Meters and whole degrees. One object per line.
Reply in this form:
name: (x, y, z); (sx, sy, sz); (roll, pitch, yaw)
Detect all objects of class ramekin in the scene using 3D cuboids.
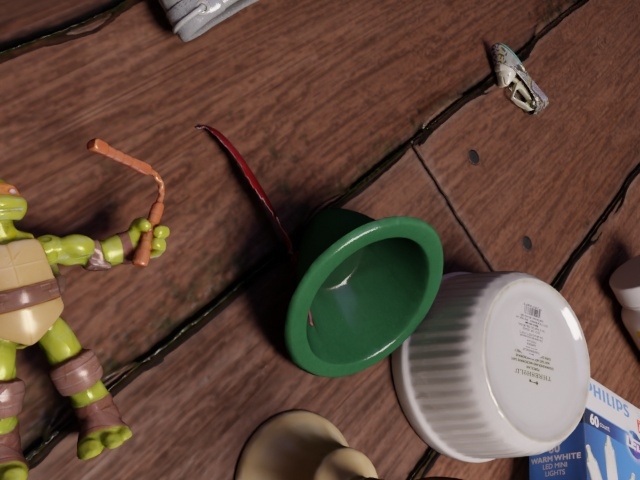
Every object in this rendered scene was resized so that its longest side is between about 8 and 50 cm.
ramekin: (0.187, 0.128, 0.674); (0.207, 0.109, 0.207); (9, 73, -31)

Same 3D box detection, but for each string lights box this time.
string lights box: (0.296, 0.293, 0.695); (0.133, 0.076, 0.260); (31, 51, -25)

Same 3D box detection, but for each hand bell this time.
hand bell: (0.045, 0.194, 0.479); (0.126, 0.242, 0.126); (9, 74, -32)

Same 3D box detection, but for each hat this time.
hat: (0.000, 0.000, 0.632); (0.172, 0.183, 0.209); (-18, 132, -25)

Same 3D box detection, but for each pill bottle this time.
pill bottle: (0.491, 0.123, 0.873); (0.119, 0.119, 0.209); (-39, 101, -34)

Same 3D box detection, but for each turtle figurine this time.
turtle figurine: (-0.220, 0.050, 0.434); (0.269, 0.087, 0.218); (-13, 93, -44)

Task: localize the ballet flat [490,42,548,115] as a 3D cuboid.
ballet flat: (0.262, -0.212, 0.857); (0.114, 0.041, 0.041); (44, 58, -16)

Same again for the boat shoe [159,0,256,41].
boat shoe: (-0.024, -0.286, 0.641); (0.320, 0.118, 0.103); (-27, 100, -32)
